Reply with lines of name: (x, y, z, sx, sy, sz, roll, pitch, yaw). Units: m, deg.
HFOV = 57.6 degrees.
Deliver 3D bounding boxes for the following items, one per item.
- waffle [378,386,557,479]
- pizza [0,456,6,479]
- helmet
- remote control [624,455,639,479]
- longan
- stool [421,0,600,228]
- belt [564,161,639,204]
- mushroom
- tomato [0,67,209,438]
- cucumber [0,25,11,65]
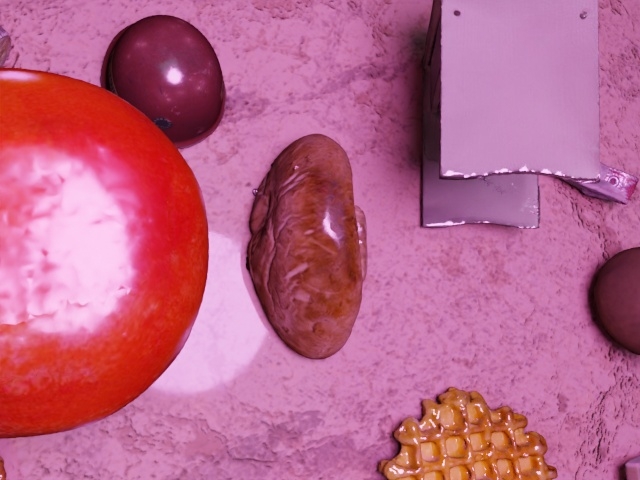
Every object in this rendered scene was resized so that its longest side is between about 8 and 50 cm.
waffle: (0.188, 0.327, 0.758, 0.249, 0.056, 0.253, 31, 71, -12)
pizza: (-0.357, 0.283, 0.578, 0.161, 0.062, 0.182, 26, 69, -7)
helmet: (-0.180, -0.208, 0.692, 0.155, 0.106, 0.175, 4, 76, -19)
remote control: (0.508, 0.484, 0.832, 0.145, 0.050, 0.343, 4, 80, -35)
longan: (0.497, 0.091, 0.844, 0.189, 0.189, 0.189, 3, 80, -19)
stool: (0.217, -0.167, 0.722, 0.171, 0.243, 0.269, 2, 80, 6)
belt: (0.371, -0.118, 0.888, 0.232, 0.071, 0.053, 22, 82, -12)
mushroom: (0.000, 0.000, 0.694, 0.156, 0.151, 0.285, -1, 82, -18)
tomato: (-0.266, 0.011, 0.539, 0.290, 0.293, 0.324, -2, 77, -34)
cucumber: (-0.398, -0.239, 0.641, 0.112, 0.064, 0.064, 45, 71, -8)
